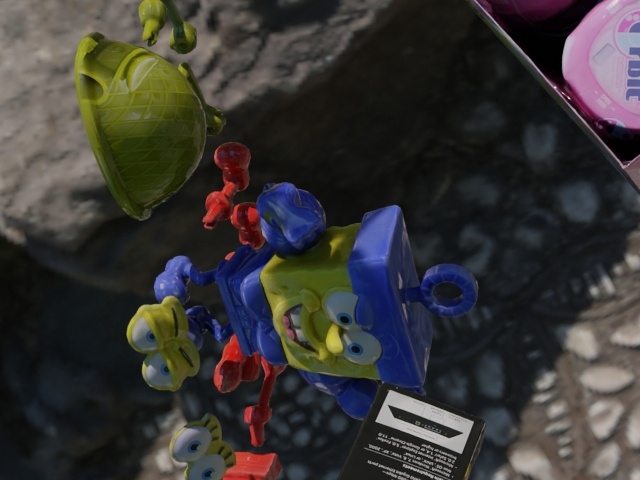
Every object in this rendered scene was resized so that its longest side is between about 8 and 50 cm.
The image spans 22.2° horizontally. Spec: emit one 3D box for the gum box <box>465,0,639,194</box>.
[{"bbox_3d":[0.090,-0.106,0.649,0.062,0.107,0.188,-42,72,9],"label":"gum box"}]

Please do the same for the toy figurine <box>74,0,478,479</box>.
[{"bbox_3d":[0.000,0.000,1.083,0.217,0.191,0.362,-1,123,23],"label":"toy figurine"}]

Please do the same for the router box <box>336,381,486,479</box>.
[{"bbox_3d":[0.004,0.160,0.604,0.046,0.133,0.179,21,134,8],"label":"router box"}]
